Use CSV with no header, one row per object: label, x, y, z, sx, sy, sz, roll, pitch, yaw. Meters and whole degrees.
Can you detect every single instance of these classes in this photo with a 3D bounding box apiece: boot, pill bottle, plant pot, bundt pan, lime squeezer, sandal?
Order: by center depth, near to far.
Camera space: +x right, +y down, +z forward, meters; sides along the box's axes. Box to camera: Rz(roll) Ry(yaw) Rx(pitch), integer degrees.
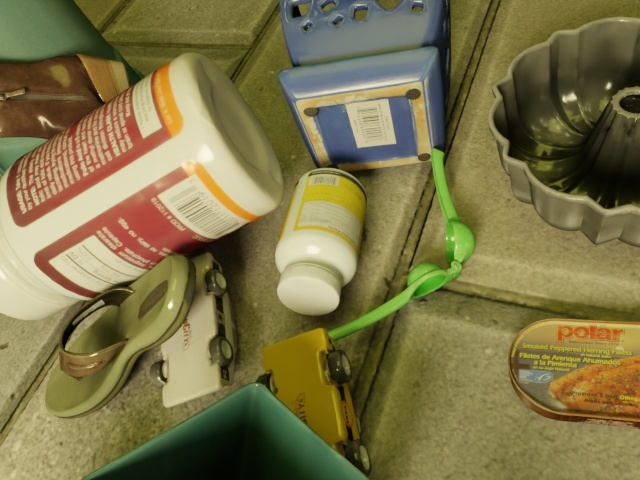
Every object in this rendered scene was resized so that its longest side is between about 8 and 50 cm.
plant pot,-0.074,0.281,0.431,0.165,0.234,0.166,31,33,32
bundt pan,0.377,-0.125,0.658,0.331,0.124,0.330,-8,53,11
sandal,-0.265,0.110,0.658,0.303,0.086,0.120,-43,46,25
lime squeezer,0.125,0.017,0.662,0.110,0.059,0.310,33,69,1
pill bottle,0.000,0.000,0.682,0.103,0.103,0.184,-2,46,16
pill bottle,-0.267,-0.056,0.718,0.392,0.224,0.224,-27,52,13
plant pot,0.070,-0.235,0.768,0.236,0.236,0.212,-4,61,14
boot,-0.394,-0.172,0.853,0.207,0.090,0.248,-14,89,-31
plant pot,-0.542,-0.331,0.954,0.341,0.334,0.341,-8,55,12

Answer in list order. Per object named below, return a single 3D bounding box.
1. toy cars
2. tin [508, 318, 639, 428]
toy cars,-0.075,0.158,0.625,0.394,0.087,0.176,28,79,36
tin,0.294,0.136,0.555,0.190,0.040,0.106,1,60,18
